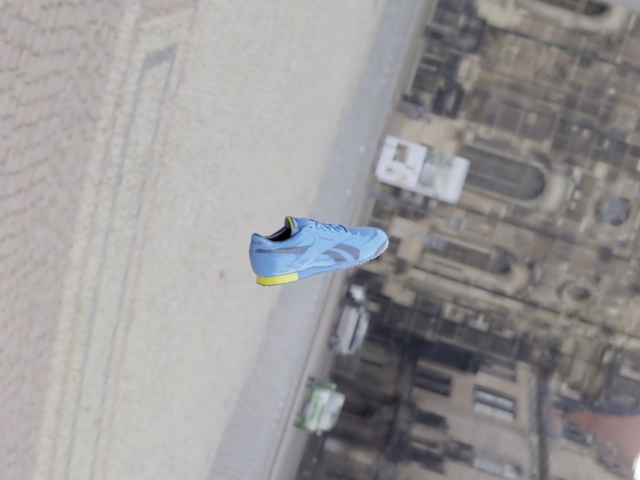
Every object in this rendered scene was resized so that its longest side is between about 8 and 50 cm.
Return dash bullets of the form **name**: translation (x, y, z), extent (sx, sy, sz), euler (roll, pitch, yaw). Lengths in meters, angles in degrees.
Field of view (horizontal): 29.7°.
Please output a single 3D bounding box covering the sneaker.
- **sneaker**: translation (0.000, 0.000, 1.669), extent (0.069, 0.209, 0.082), euler (22, -57, 63)
